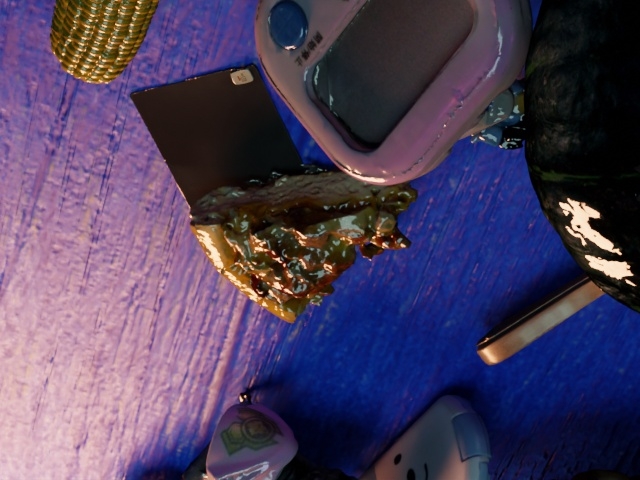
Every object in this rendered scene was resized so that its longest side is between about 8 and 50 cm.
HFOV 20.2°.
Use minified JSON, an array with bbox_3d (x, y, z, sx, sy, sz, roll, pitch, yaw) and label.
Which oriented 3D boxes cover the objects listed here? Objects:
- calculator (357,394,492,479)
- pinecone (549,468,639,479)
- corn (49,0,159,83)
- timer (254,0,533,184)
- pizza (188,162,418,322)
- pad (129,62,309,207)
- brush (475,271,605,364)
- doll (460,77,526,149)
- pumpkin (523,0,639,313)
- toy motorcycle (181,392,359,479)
[{"bbox_3d":[0.092,0.234,1.663,0.039,0.121,0.210,15,135,-29],"label":"calculator"},{"bbox_3d":[0.270,0.403,1.624,0.398,0.397,0.397,5,131,6],"label":"pinecone"},{"bbox_3d":[-0.147,-0.213,1.345,0.080,0.080,0.238,22,133,-9],"label":"corn"},{"bbox_3d":[0.052,-0.155,1.311,0.191,0.069,0.208,52,127,15],"label":"timer"},{"bbox_3d":[-0.001,0.000,1.502,0.194,0.069,0.154,-24,122,30],"label":"pizza"},{"bbox_3d":[-0.071,-0.061,1.512,0.116,0.004,0.193,-11,128,20],"label":"pad"},{"bbox_3d":[0.240,0.006,1.479,0.065,0.070,0.327,49,126,-6],"label":"brush"},{"bbox_3d":[0.099,-0.112,1.398,0.195,0.070,0.096,6,101,2],"label":"doll"},{"bbox_3d":[0.268,-0.088,1.249,0.238,0.315,0.315,0,137,48],"label":"pumpkin"},{"bbox_3d":[-0.091,0.247,1.705,0.327,0.143,0.188,-19,117,43],"label":"toy motorcycle"}]
